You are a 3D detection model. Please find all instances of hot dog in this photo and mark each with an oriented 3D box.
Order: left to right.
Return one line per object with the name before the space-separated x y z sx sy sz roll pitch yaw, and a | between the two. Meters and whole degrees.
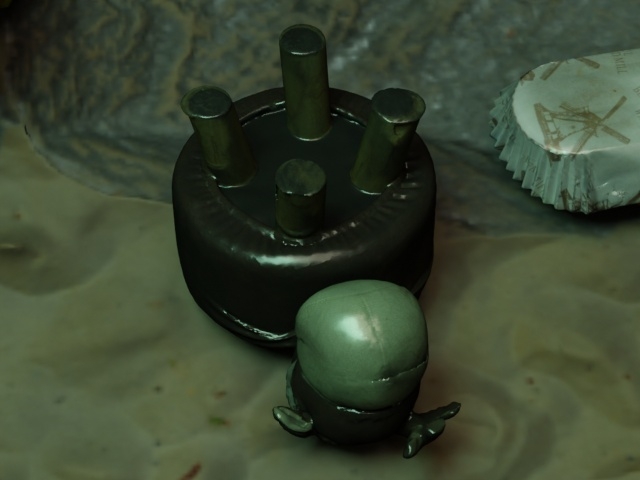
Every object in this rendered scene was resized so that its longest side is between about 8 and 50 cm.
hot dog | 0.183 -0.062 0.921 0.192 0.053 0.099 -12 59 -13

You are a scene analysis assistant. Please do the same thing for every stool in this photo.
stool | 0.000 0.000 0.836 0.125 0.121 0.217 -10 53 -10

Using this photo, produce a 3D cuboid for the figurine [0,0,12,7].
figurine | -0.250 -0.193 0.898 0.228 0.215 0.215 5 57 6
